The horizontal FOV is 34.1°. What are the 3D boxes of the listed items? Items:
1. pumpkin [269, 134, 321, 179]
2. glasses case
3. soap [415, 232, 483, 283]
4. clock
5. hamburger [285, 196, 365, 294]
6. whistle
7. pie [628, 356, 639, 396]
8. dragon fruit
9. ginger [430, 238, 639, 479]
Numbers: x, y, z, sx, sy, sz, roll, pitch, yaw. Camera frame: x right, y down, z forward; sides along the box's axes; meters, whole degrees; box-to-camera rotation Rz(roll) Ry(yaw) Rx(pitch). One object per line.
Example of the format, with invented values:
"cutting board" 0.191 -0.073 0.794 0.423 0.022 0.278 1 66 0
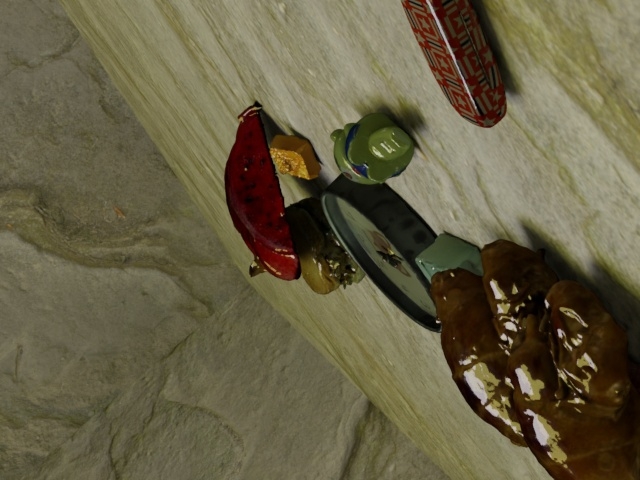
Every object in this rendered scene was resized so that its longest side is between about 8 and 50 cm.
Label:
"pumpkin" -0.043 -0.153 1.877 0.083 0.054 0.074 16 143 36
"glasses case" 0.132 -0.196 1.018 0.073 0.049 0.194 39 165 49
"soap" 0.233 0.088 1.567 0.198 0.063 0.114 55 166 -29
"clock" 0.124 0.019 1.766 0.325 0.067 0.325 48 169 12
"hamburger" 0.000 0.000 2.061 0.215 0.122 0.189 52 167 19
"whistle" 0.074 -0.122 1.417 0.105 0.085 0.227 42 170 -9
"pie" 0.395 0.193 1.347 0.154 0.036 0.154 47 169 12
"dragon fruit" -0.125 -0.056 2.009 0.282 0.100 0.343 98 156 -67
"ginger" 0.263 0.148 1.292 0.357 0.152 0.274 41 156 53
